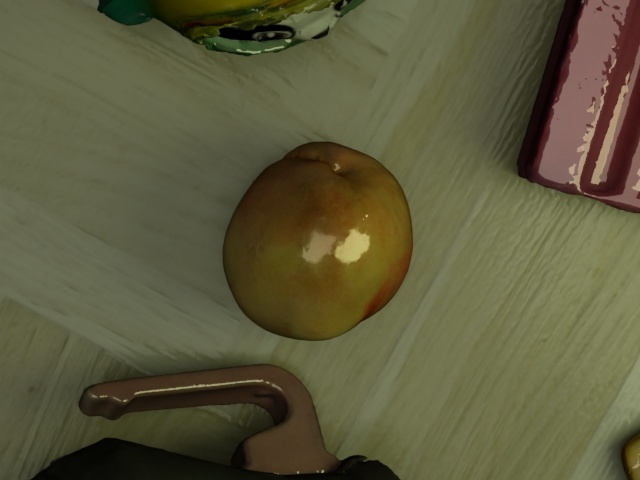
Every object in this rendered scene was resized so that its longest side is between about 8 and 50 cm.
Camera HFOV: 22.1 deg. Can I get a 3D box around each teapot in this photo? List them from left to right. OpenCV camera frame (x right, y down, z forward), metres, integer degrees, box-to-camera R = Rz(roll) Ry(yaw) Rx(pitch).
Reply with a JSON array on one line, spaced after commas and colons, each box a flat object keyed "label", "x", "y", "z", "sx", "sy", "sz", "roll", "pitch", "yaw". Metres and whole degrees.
[{"label": "teapot", "x": -0.090, "y": 0.289, "z": 1.460, "sx": 0.362, "sy": 0.305, "sz": 0.376, "roll": 0, "pitch": 57, "yaw": -28}]

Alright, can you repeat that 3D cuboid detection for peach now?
[{"label": "peach", "x": 0.000, "y": 0.000, "z": 1.508, "sx": 0.184, "sy": 0.184, "sz": 0.184, "roll": 0, "pitch": 93, "yaw": -2}]

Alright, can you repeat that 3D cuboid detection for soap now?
[{"label": "soap", "x": 0.344, "y": -0.195, "z": 1.535, "sx": 0.233, "sy": 0.128, "sz": 0.359, "roll": 17, "pitch": 92, "yaw": -1}]

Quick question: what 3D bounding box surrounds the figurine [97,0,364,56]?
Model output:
[{"label": "figurine", "x": -0.051, "y": -0.275, "z": 1.414, "sx": 0.324, "sy": 0.340, "sz": 0.231, "roll": -26, "pitch": 93, "yaw": -2}]

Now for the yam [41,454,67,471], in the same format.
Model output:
[{"label": "yam", "x": -0.191, "y": 0.321, "z": 1.581, "sx": 0.061, "sy": 0.061, "sz": 0.253, "roll": -38, "pitch": 93, "yaw": 1}]

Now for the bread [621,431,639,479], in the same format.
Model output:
[{"label": "bread", "x": 0.350, "y": 0.210, "z": 1.592, "sx": 0.115, "sy": 0.056, "sz": 0.082, "roll": -35, "pitch": 72, "yaw": -2}]
